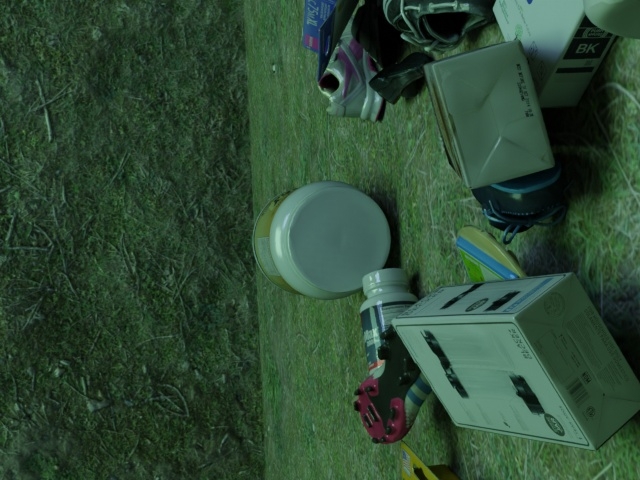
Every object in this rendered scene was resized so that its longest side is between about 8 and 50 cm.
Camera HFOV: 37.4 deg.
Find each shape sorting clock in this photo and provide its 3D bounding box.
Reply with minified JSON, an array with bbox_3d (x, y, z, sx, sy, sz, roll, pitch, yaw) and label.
[{"bbox_3d":[0.233,0.069,1.154,0.206,0.040,0.206,58,170,17],"label":"shape sorting clock"}]

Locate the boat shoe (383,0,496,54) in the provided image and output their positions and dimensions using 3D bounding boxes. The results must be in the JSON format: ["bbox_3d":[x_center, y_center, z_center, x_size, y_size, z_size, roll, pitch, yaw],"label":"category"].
[{"bbox_3d":[0.165,-0.316,1.320,0.306,0.113,0.104,-175,96,-67],"label":"boat shoe"}]

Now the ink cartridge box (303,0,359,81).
[{"bbox_3d":[0.040,-0.435,1.555,0.186,0.065,0.311,98,-165,-74],"label":"ink cartridge box"}]

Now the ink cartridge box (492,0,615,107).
[{"bbox_3d":[0.274,-0.305,0.971,0.332,0.065,0.165,105,158,-56],"label":"ink cartridge box"}]

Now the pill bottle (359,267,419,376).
[{"bbox_3d":[0.124,0.145,1.627,0.108,0.108,0.180,117,147,-65],"label":"pill bottle"}]

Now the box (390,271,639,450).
[{"bbox_3d":[0.212,0.133,1.074,0.169,0.087,0.290,57,159,-6],"label":"box"}]

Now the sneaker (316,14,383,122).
[{"bbox_3d":[0.044,-0.339,1.823,0.103,0.111,0.252,106,157,-54],"label":"sneaker"}]

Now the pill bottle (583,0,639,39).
[{"bbox_3d":[0.270,-0.351,0.628,0.224,0.224,0.391,159,107,-76],"label":"pill bottle"}]

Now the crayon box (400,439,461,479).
[{"bbox_3d":[0.196,0.492,1.471,0.203,0.083,0.322,-148,55,-74],"label":"crayon box"}]

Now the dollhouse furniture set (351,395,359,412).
[{"bbox_3d":[0.108,0.294,1.728,0.091,0.114,0.081,-115,21,-52],"label":"dollhouse furniture set"}]

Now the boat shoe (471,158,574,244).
[{"bbox_3d":[0.244,-0.052,1.136,0.258,0.109,0.089,-70,-32,-79],"label":"boat shoe"}]

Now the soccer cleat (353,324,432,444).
[{"bbox_3d":[0.150,0.216,1.479,0.116,0.143,0.331,58,154,27],"label":"soccer cleat"}]

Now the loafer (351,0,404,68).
[{"bbox_3d":[0.122,-0.388,1.556,0.095,0.109,0.302,63,167,13],"label":"loafer"}]

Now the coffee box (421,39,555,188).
[{"bbox_3d":[0.187,-0.151,1.095,0.246,0.098,0.141,-70,-37,-80],"label":"coffee box"}]

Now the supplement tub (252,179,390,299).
[{"bbox_3d":[0.000,0.000,1.848,0.316,0.229,0.228,177,90,-76],"label":"supplement tub"}]

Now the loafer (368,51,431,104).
[{"bbox_3d":[0.144,-0.268,1.573,0.061,0.062,0.170,49,165,-13],"label":"loafer"}]
